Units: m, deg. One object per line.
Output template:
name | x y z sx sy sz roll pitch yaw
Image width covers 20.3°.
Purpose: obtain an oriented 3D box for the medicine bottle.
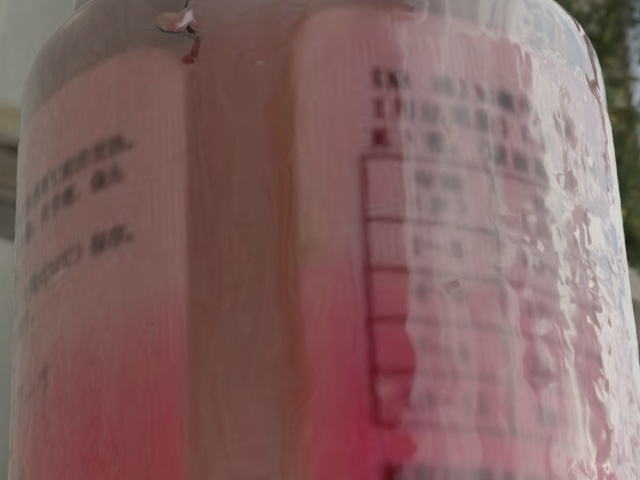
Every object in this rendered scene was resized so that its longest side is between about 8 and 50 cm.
medicine bottle | 0.000 0.000 0.413 0.147 0.147 0.247 104 -14 -64
